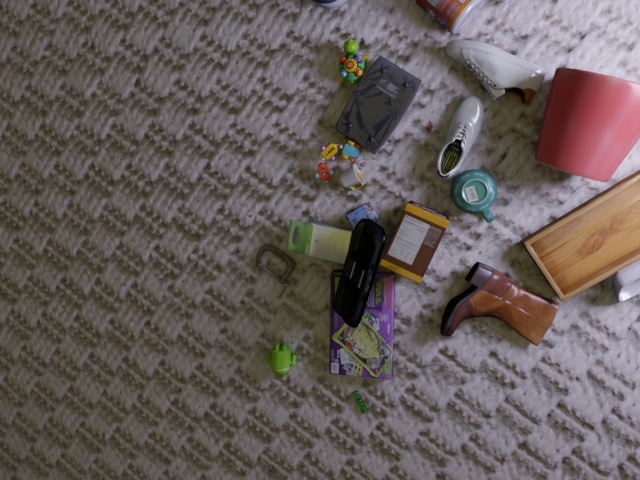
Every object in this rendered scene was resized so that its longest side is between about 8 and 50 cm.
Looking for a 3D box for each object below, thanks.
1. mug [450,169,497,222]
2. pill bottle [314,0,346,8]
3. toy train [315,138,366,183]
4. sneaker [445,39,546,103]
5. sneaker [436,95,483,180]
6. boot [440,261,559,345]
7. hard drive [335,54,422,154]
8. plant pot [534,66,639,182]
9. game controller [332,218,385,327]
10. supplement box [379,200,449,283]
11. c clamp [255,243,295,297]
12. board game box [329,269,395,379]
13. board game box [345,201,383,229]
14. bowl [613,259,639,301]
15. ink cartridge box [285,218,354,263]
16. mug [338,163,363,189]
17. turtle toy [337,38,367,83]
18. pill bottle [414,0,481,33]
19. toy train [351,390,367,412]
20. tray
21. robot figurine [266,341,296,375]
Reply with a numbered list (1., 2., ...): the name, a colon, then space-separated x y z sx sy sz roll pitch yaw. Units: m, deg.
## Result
1. mug: 0.463 -0.138 1.446 0.157 0.097 0.130 27 102 9
2. pill bottle: 0.008 -0.770 1.397 0.153 0.264 0.153 1 95 13
3. toy train: 0.056 -0.257 1.560 0.166 0.046 0.125 -15 120 4
4. sneaker: 0.480 -0.476 1.398 0.290 0.106 0.123 24 99 8
5. sneaker: 0.412 -0.297 1.443 0.094 0.091 0.258 18 100 11
6. boot: 0.536 0.236 1.496 0.280 0.096 0.264 30 95 1
7. hard drive: 0.177 -0.410 1.505 0.172 0.054 0.255 34 102 8
8. plant pot: 0.712 -0.298 1.298 0.274 0.275 0.243 20 109 10
9. game controller: 0.116 0.097 1.474 0.067 0.166 0.319 7 107 -29
10. supplement box: 0.281 -0.003 1.456 0.129 0.191 0.194 25 102 10
11. c clamp: -0.159 0.095 1.660 0.160 0.022 0.137 41 104 6
12. board game box: 0.135 0.272 1.599 0.208 0.056 0.347 3 97 17
13. board game box: 0.139 -0.062 1.552 0.090 0.020 0.090 -32 89 -14
14. bowl: 0.879 0.102 1.365 0.142 0.142 0.053 -31 55 11
15. ink cartridge box: 0.000 0.000 1.590 0.209 0.062 0.109 12 100 12
16. mug: 0.095 -0.190 1.539 0.064 0.062 0.078 -26 100 21
17. turtle toy: 0.095 -0.546 1.503 0.095 0.066 0.130 -2 96 14
18. pill bottle: 0.341 -0.704 1.399 0.216 0.121 0.121 44 104 6
19. toy train: 0.131 0.541 1.645 0.023 0.017 0.083 -28 89 25
20. tray: 0.810 -0.022 1.390 0.410 0.076 0.203 -34 88 15
21. robot figurine: -0.134 0.403 1.666 0.101 0.067 0.115 2 97 5
